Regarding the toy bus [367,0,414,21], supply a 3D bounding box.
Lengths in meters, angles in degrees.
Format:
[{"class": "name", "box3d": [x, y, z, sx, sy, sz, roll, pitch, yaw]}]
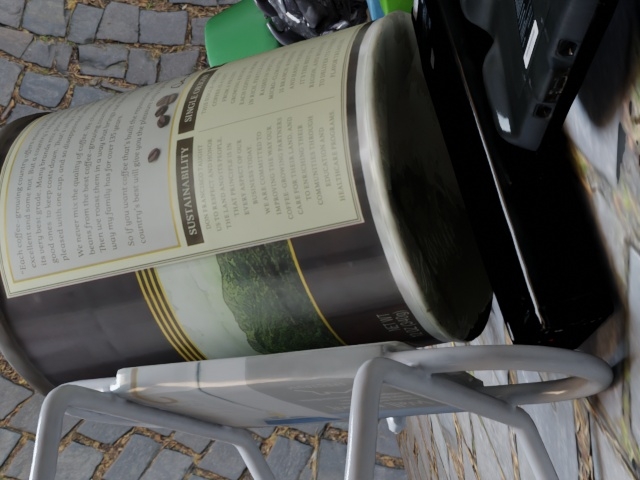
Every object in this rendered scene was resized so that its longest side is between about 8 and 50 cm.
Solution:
[{"class": "toy bus", "box3d": [-0.002, -0.260, 0.830, 0.202, 0.104, 0.191, 78, 177, -62]}]

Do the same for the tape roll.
[{"class": "tape roll", "box3d": [-0.011, -0.114, 1.227, 0.321, 0.077, 0.321, 59, -166, -24]}]

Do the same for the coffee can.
[{"class": "coffee can", "box3d": [-0.051, -0.013, 0.723, 0.201, 0.275, 0.202, 42, -138, -54]}]

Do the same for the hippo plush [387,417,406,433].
[{"class": "hippo plush", "box3d": [0.000, 0.000, 0.999, 0.294, 0.234, 0.236, 35, 166, 6]}]

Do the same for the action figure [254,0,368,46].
[{"class": "action figure", "box3d": [-0.022, -0.269, 1.029, 0.276, 0.141, 0.164, 49, 177, -16]}]

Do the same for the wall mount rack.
[{"class": "wall mount rack", "box3d": [0.015, 0.148, 0.657, 0.304, 0.350, 0.131, 28, -121, -51]}]

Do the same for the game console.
[{"class": "game console", "box3d": [0.091, -0.072, 0.497, 0.361, 0.044, 0.213, 76, 178, -75]}]
